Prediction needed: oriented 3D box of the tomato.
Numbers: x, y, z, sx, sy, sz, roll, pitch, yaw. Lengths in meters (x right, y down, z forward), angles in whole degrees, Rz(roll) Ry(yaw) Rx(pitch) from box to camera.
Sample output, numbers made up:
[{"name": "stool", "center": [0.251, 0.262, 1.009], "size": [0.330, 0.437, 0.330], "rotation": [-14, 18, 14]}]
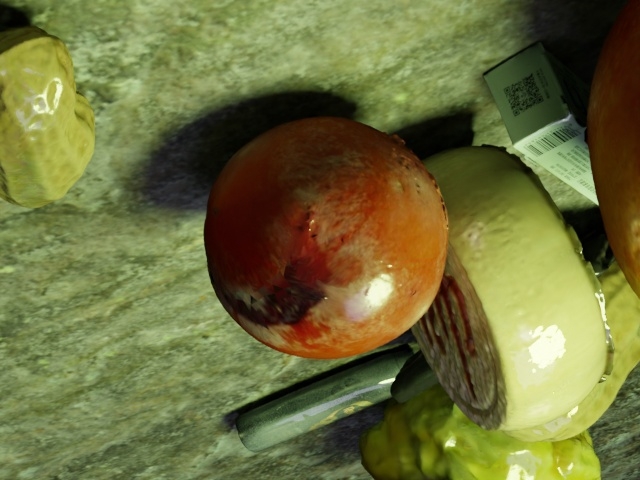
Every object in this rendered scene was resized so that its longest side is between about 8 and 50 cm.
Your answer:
[{"name": "tomato", "center": [0.000, 0.000, 1.364], "size": [0.184, 0.208, 0.208], "rotation": [-25, 164, -38]}]

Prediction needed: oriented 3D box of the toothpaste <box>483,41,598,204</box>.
[{"name": "toothpaste", "center": [0.261, -0.086, 1.524], "size": [0.067, 0.081, 0.336], "rotation": [-29, 154, 21]}]

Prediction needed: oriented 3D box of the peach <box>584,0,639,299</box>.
[{"name": "peach", "center": [0.387, -0.091, 1.286], "size": [0.388, 0.388, 0.388], "rotation": [-16, 155, -7]}]

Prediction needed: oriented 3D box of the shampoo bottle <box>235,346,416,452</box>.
[{"name": "shampoo bottle", "center": [0.013, 0.194, 1.964], "size": [0.233, 0.049, 0.087], "rotation": [-23, 161, 8]}]

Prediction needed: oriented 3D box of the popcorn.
[{"name": "popcorn", "center": [0.210, 0.279, 1.987], "size": [0.274, 0.279, 0.335], "rotation": [16, 167, -36]}]

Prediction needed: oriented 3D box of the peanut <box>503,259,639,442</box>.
[{"name": "peanut", "center": [0.304, 0.114, 1.834], "size": [0.305, 0.147, 0.147], "rotation": [-44, 165, -24]}]

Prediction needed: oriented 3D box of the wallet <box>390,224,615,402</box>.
[{"name": "wallet", "center": [0.218, 0.071, 1.807], "size": [0.321, 0.044, 0.170], "rotation": [-39, 178, 36]}]

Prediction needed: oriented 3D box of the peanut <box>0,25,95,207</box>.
[{"name": "peanut", "center": [-0.212, -0.087, 1.181], "size": [0.093, 0.083, 0.194], "rotation": [1, 153, -9]}]

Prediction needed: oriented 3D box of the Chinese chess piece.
[{"name": "Chinese chess piece", "center": [0.158, 0.044, 1.493], "size": [0.112, 0.270, 0.270], "rotation": [-24, 157, -14]}]
